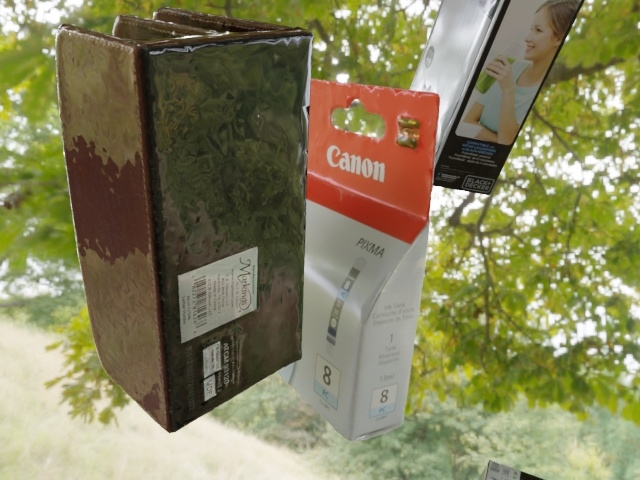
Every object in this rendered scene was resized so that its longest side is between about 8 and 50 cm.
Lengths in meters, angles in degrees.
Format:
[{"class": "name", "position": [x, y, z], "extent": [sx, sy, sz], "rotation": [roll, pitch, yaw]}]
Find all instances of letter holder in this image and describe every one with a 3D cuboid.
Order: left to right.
[{"class": "letter holder", "position": [-0.138, -0.035, 0.533], "extent": [0.214, 0.302, 0.152], "rotation": [24, 33, 37]}]

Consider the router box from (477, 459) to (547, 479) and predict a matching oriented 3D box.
[{"class": "router box", "position": [0.401, 0.502, 1.196], "extent": [0.178, 0.046, 0.133], "rotation": [16, -37, 14]}]

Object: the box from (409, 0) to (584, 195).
[{"class": "box", "position": [0.190, -0.220, 0.707], "extent": [0.087, 0.169, 0.290], "rotation": [8, -53, -14]}]

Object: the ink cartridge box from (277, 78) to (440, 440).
[{"class": "ink cartridge box", "position": [0.000, 0.000, 0.766], "extent": [0.091, 0.385, 0.308], "rotation": [-6, 19, -31]}]
